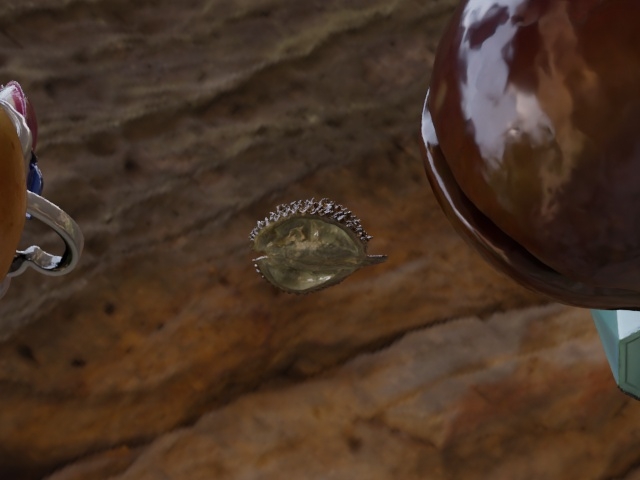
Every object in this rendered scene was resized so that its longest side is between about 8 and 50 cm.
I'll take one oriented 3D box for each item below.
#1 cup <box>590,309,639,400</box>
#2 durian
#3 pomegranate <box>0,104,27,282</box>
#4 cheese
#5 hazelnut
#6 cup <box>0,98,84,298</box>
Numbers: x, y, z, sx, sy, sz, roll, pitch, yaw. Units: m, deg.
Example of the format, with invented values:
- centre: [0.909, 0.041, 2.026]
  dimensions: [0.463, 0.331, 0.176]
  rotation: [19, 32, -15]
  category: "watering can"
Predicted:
- centre: [0.375, 0.094, 1.426]
  dimensions: [0.236, 0.134, 0.148]
  rotation: [-65, -1, -66]
  category: "cup"
- centre: [0.000, 0.000, 1.675]
  dimensions: [0.091, 0.188, 0.148]
  rotation: [-70, -11, -53]
  category: "durian"
- centre: [-0.300, -0.028, 0.853]
  dimensions: [0.209, 0.209, 0.209]
  rotation: [-48, -11, -12]
  category: "pomegranate"
- centre: [-0.436, -0.131, 1.777]
  dimensions: [0.062, 0.244, 0.155]
  rotation: [0, -48, -31]
  category: "cheese"
- centre: [0.318, -0.134, 1.229]
  dimensions: [0.429, 0.402, 0.402]
  rotation: [-4, -35, -26]
  category: "hazelnut"
- centre: [-0.367, -0.044, 1.305]
  dimensions: [0.221, 0.167, 0.202]
  rotation: [-3, -46, -31]
  category: "cup"
